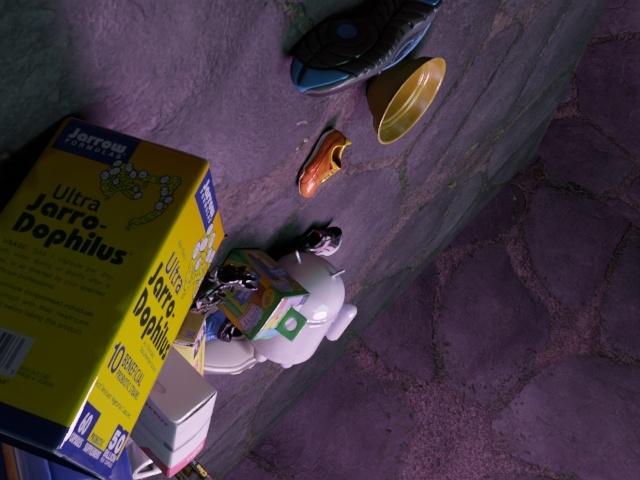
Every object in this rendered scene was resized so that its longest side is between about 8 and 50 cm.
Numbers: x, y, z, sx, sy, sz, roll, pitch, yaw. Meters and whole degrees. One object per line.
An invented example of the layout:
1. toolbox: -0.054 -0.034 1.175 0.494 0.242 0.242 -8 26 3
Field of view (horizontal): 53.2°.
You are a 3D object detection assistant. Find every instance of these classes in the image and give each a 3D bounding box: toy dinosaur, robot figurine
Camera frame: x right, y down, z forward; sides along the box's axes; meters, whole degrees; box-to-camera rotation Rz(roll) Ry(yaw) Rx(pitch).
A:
1. toy dinosaur: -0.250 0.088 1.176 0.218 0.164 0.322 -36 -173 14
2. robot figurine: -0.064 0.171 1.605 0.200 0.299 0.353 -96 -155 -48

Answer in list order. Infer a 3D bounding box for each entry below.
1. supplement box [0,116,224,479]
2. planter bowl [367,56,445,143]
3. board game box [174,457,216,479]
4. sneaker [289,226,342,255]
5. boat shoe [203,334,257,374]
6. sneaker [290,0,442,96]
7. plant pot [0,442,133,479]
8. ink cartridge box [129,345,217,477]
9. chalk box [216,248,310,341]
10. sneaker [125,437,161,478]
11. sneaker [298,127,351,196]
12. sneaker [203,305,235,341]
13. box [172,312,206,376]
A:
1. supplement box: -0.279 0.067 0.761 0.194 0.195 0.357 94 15 -62
2. planter bowl: 0.165 -0.321 1.373 0.217 0.090 0.217 -43 160 -19
3. board game box: -0.379 0.648 1.808 0.030 0.259 0.136 -34 157 -41
4. sneaker: 0.000 0.000 1.678 0.178 0.072 0.077 -33 155 -43
5. boat shoe: -0.239 0.303 1.675 0.091 0.109 0.305 -42 160 27
6. sneaker: 0.085 -0.329 1.123 0.341 0.125 0.140 -38 164 -25
7. plant pot: -0.466 0.363 1.010 0.236 0.236 0.212 -29 157 12
8. ink cartridge box: -0.344 0.357 1.382 0.117 0.207 0.283 -36 158 -38
9. chalk box: -0.125 0.134 1.420 0.132 0.213 0.132 -55 158 15
10. sneaker: -0.401 0.489 1.586 0.108 0.169 0.292 -59 161 23
11. sneaker: 0.005 -0.156 1.377 0.064 0.067 0.175 -28 155 -51
12. sneaker: -0.257 0.222 1.508 0.152 0.084 0.058 -46 162 -6
13. box: -0.301 0.268 1.448 0.087 0.058 0.232 -74 178 -48
